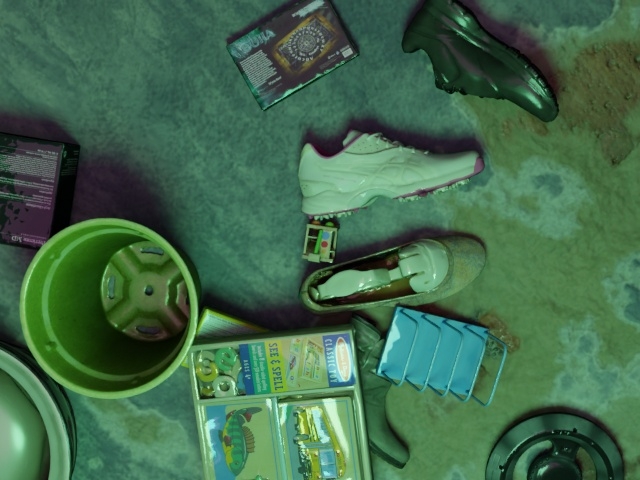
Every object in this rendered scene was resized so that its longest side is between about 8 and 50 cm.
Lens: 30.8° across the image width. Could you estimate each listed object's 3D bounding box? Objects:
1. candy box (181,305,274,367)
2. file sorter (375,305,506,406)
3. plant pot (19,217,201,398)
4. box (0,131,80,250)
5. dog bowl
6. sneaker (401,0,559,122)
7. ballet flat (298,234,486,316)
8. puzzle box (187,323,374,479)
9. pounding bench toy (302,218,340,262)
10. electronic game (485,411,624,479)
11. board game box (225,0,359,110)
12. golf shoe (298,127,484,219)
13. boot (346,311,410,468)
[{"bbox_3d":[-0.121,0.191,1.929,0.206,0.027,0.105,23,96,-21],"label":"candy box"},{"bbox_3d":[0.197,0.191,1.869,0.170,0.104,0.118,15,96,-18],"label":"file sorter"},{"bbox_3d":[-0.305,0.096,1.863,0.276,0.254,0.276,0,93,7],"label":"plant pot"},{"bbox_3d":[-0.554,-0.093,1.949,0.261,0.103,0.184,10,93,4],"label":"box"},{"bbox_3d":[-0.598,0.345,1.972,0.408,0.150,0.407,1,96,5],"label":"dog bowl"},{"bbox_3d":[0.255,-0.273,1.858,0.286,0.109,0.130,41,104,10],"label":"sneaker"},{"bbox_3d":[0.115,0.060,1.885,0.316,0.106,0.107,-17,76,7],"label":"ballet flat"},{"bbox_3d":[-0.054,0.347,1.866,0.272,0.052,0.408,-7,98,7],"label":"puzzle box"},{"bbox_3d":[0.000,0.000,1.909,0.052,0.083,0.065,9,97,5],"label":"pounding bench toy"},{"bbox_3d":[0.387,0.394,1.923,0.229,0.048,0.229,0,102,0],"label":"electronic game"},{"bbox_3d":[-0.046,-0.313,1.914,0.186,0.026,0.126,-29,91,8],"label":"board game box"},{"bbox_3d":[0.108,-0.123,1.875,0.306,0.115,0.140,-11,91,6],"label":"golf shoe"},{"bbox_3d":[0.098,0.249,1.929,0.161,0.083,0.246,-44,93,-1],"label":"boot"}]
